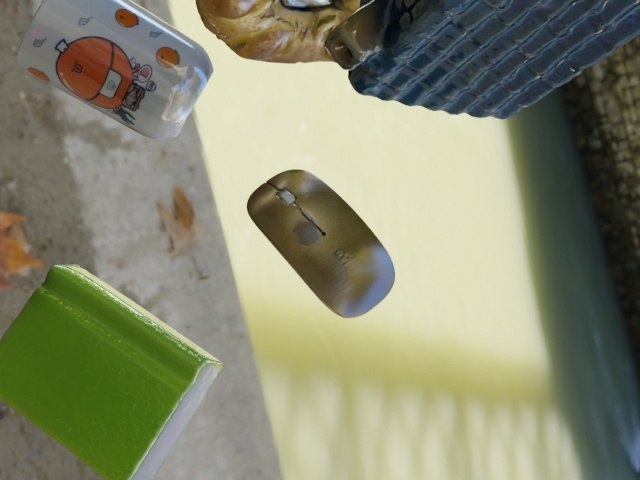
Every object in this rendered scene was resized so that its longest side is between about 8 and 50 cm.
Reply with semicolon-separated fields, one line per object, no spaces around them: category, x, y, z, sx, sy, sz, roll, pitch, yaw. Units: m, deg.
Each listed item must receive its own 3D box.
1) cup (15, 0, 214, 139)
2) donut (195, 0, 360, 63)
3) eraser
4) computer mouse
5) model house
cup;-0.368;-0.335;2.062;0.317;0.212;0.212;29;44;-9
donut;-0.018;-0.364;1.536;0.317;0.299;0.150;31;38;-53
eraser;-0.296;0.175;1.485;0.210;0.274;0.092;-57;159;1
computer mouse;0.001;0.000;1.289;0.102;0.045;0.199;-36;77;-20
model house;0.159;-0.361;1.044;0.400;0.395;0.445;-35;93;-21
